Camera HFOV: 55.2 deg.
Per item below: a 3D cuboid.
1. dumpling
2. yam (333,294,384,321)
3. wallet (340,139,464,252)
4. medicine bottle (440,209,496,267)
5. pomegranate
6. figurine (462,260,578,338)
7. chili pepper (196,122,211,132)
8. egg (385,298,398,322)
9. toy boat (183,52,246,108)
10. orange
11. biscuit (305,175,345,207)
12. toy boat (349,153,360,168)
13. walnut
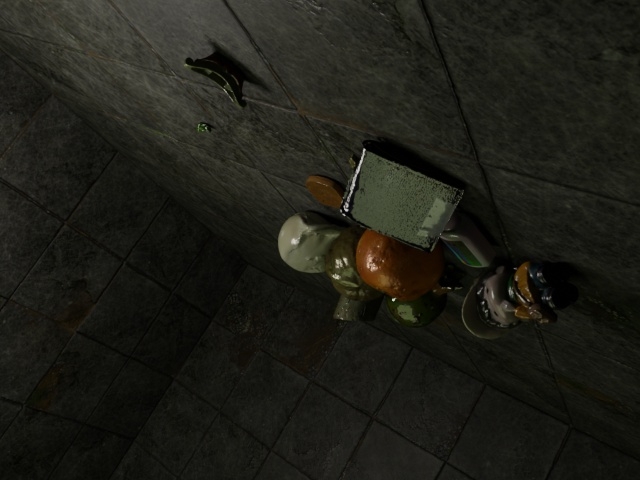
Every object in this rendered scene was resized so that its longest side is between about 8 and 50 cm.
[{"bbox_3d":[0.000,0.000,2.355,0.315,0.233,0.395,3,159,-15],"label":"dumpling"},{"bbox_3d":[0.169,0.185,2.344,0.167,0.305,0.168,20,166,5],"label":"yam"},{"bbox_3d":[0.192,-0.105,1.484,0.262,0.071,0.221,27,131,9],"label":"wallet"},{"bbox_3d":[0.359,-0.015,1.578,0.115,0.078,0.219,20,163,49],"label":"medicine bottle"},{"bbox_3d":[0.337,0.181,2.040,0.230,0.231,0.286,36,167,-17],"label":"pomegranate"},{"bbox_3d":[0.532,0.141,1.611,0.332,0.204,0.185,-28,78,51],"label":"figurine"},{"bbox_3d":[-0.401,-0.388,2.106,0.030,0.034,0.091,0,-172,-36],"label":"chili pepper"},{"bbox_3d":[0.334,0.232,2.388,0.169,0.169,0.231,22,152,37],"label":"egg"},{"bbox_3d":[-0.250,-0.411,1.538,0.185,0.071,0.089,36,166,-20],"label":"toy boat"},{"bbox_3d":[0.232,0.049,1.784,0.261,0.261,0.261,30,167,7],"label":"orange"},{"bbox_3d":[0.017,-0.159,1.964,0.141,0.029,0.221,30,168,1],"label":"biscuit"},{"bbox_3d":[0.150,-0.167,1.547,0.172,0.066,0.065,29,-149,1],"label":"toy boat"},{"bbox_3d":[0.143,0.066,2.023,0.282,0.283,0.228,22,135,37],"label":"walnut"}]
